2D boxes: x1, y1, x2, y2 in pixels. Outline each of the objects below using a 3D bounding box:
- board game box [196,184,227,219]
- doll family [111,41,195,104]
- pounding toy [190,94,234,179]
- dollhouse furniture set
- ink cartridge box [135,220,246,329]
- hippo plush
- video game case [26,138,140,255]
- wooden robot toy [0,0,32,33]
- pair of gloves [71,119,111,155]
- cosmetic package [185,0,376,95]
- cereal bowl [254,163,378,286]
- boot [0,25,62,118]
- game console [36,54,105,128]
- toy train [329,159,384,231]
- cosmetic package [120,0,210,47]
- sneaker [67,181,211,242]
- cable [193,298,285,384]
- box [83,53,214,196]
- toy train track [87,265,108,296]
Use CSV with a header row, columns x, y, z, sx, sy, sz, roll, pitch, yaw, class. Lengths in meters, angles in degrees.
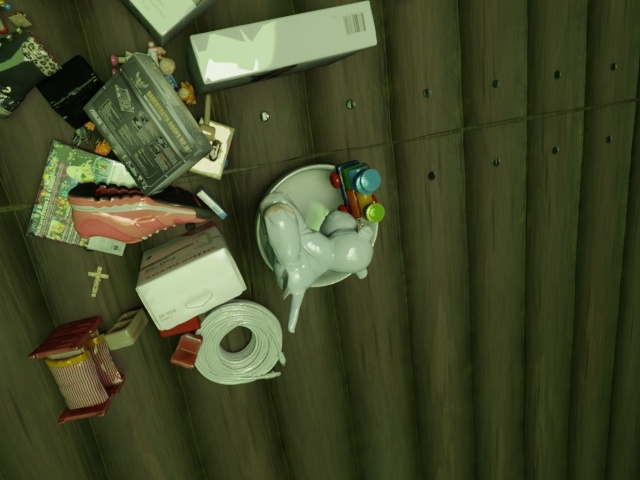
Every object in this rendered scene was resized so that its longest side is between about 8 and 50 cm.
x,y,z,sx,sy,sz,roll,pitch,yaw,class
-0.282,-0.101,1.086,0.020,0.090,0.090,-44,114,0,board game box
-0.382,-0.317,0.991,0.164,0.118,0.262,1,100,-2,doll family
-0.250,-0.242,0.997,0.094,0.206,0.180,15,98,-23,pounding toy
-0.470,0.289,1.041,0.375,0.152,0.201,-13,108,0,dollhouse furniture set
-0.313,0.070,1.015,0.208,0.283,0.117,-26,111,-12,ink cartridge box
0.000,0.000,0.952,0.237,0.294,0.234,-12,129,-11,hippo plush
-0.554,-0.096,1.009,0.211,0.042,0.231,16,98,-29,video game case
-0.697,-0.485,0.865,0.174,0.076,0.078,-4,70,-19,wooden robot toy
-0.543,-0.237,1.001,0.083,0.010,0.074,38,90,-23,pair of gloves
-0.105,-0.428,0.958,0.378,0.284,0.097,-19,111,-14,cosmetic package
-0.022,-0.049,1.165,0.340,0.141,0.338,-5,106,-19,cereal bowl
-0.691,-0.397,0.865,0.179,0.085,0.236,-41,121,-5,boot
-0.557,-0.339,0.965,0.122,0.071,0.107,-39,140,-6,game console
0.115,-0.072,1.053,0.105,0.143,0.247,-20,109,-14,toy train
-0.334,-0.552,0.915,0.184,0.151,0.151,-45,115,-4,cosmetic package
-0.428,-0.058,1.015,0.314,0.116,0.136,2,119,-26,sneaker
-0.238,0.289,1.207,0.258,0.089,0.256,-9,106,-16,cable
-0.364,-0.237,0.886,0.183,0.056,0.231,-32,96,23,box
-0.575,0.107,1.079,0.048,0.014,0.083,13,100,-22,toy train track
